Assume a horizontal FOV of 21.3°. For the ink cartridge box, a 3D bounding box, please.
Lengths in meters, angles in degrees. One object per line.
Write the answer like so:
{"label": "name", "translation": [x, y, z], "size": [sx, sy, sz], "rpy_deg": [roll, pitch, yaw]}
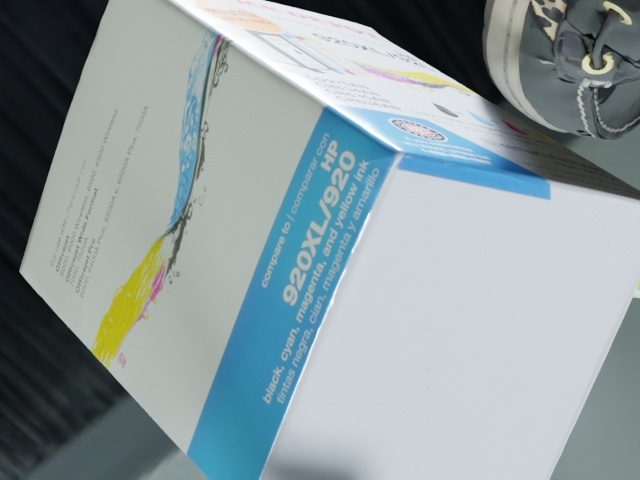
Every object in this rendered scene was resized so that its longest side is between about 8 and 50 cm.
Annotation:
{"label": "ink cartridge box", "translation": [0.000, 0.000, 0.791], "size": [0.232, 0.171, 0.168], "rpy_deg": [38, 112, 46]}

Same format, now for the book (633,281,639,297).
{"label": "book", "translation": [0.233, 0.014, 1.064], "size": [0.144, 0.096, 0.035], "rpy_deg": [8, 77, 44]}

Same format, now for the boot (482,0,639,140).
{"label": "boot", "translation": [0.228, -0.096, 0.795], "size": [0.284, 0.377, 0.138], "rpy_deg": [35, 72, 17]}
